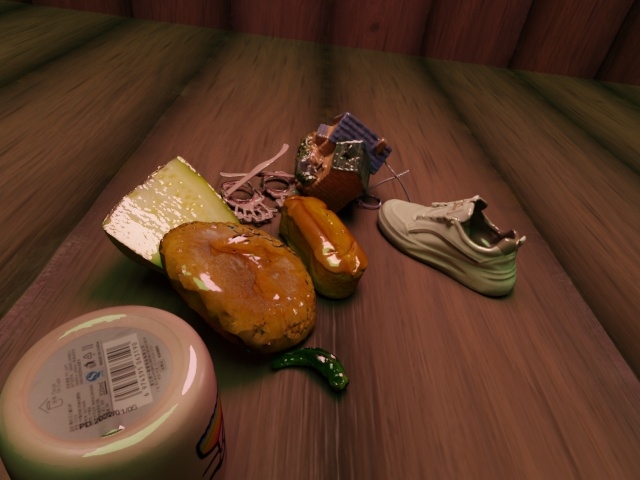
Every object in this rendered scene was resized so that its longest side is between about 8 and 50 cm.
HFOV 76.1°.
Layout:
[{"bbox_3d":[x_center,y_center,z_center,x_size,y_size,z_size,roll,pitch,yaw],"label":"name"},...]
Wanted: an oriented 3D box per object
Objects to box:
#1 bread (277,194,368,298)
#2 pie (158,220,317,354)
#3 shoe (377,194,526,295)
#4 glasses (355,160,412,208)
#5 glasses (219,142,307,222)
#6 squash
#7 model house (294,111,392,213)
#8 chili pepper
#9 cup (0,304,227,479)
[{"bbox_3d":[0.000,0.000,0.774,0.101,0.095,0.246,-6,40,-26],"label":"bread"},{"bbox_3d":[-0.118,0.055,0.636,0.273,0.069,0.273,31,27,-18],"label":"pie"},{"bbox_3d":[0.258,-0.032,0.812,0.316,0.159,0.124,34,46,25],"label":"shoe"},{"bbox_3d":[0.160,-0.122,0.947,0.139,0.104,0.063,15,36,2],"label":"glasses"},{"bbox_3d":[-0.105,-0.122,0.907,0.255,0.095,0.162,-22,58,-31],"label":"glasses"},{"bbox_3d":[-0.209,-0.022,0.712,0.154,0.204,0.237,-3,36,22],"label":"squash"},{"bbox_3d":[0.054,-0.180,0.905,0.166,0.172,0.183,36,45,-24],"label":"model house"},{"bbox_3d":[-0.011,0.176,0.592,0.117,0.035,0.055,16,40,10],"label":"chili pepper"},{"bbox_3d":[-0.193,0.207,0.384,0.191,0.201,0.253,6,39,-4],"label":"cup"}]
